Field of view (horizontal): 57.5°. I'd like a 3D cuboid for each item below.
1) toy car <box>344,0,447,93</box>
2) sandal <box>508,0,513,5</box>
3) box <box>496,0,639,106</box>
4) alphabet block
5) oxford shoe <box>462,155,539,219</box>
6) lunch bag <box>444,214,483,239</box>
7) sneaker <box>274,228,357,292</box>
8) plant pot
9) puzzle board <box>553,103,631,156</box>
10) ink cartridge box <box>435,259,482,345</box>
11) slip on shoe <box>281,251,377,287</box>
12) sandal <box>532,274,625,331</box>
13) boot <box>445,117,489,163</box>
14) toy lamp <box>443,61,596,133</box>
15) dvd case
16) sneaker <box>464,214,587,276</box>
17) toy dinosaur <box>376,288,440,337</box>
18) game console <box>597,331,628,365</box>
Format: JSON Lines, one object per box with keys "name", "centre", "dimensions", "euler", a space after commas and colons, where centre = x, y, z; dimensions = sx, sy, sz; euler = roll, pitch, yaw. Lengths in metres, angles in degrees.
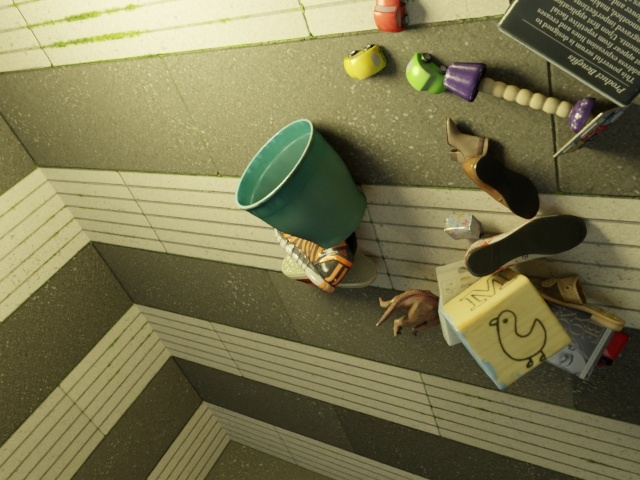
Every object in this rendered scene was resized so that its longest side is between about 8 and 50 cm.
{"name": "toy car", "centre": [0.166, -0.372, 1.195], "dimensions": [0.225, 0.053, 0.239], "euler": [36, 144, 1]}
{"name": "sandal", "centre": [0.370, -0.398, 0.999], "dimensions": [0.090, 0.060, 0.219], "euler": [-12, 122, 45]}
{"name": "box", "centre": [0.446, -0.423, 0.716], "dimensions": [0.212, 0.293, 0.395], "euler": [34, 144, 3]}
{"name": "alphabet block", "centre": [0.427, 0.197, 1.376], "dimensions": [0.192, 0.197, 0.193], "euler": [52, -176, -9]}
{"name": "oxford shoe", "centre": [0.397, -0.120, 1.276], "dimensions": [0.212, 0.076, 0.076], "euler": [35, 176, -22]}
{"name": "lunch bag", "centre": [0.351, -0.030, 1.424], "dimensions": [0.071, 0.053, 0.083], "euler": [-2, 155, 39]}
{"name": "sneaker", "centre": [0.000, 0.000, 1.690], "dimensions": [0.125, 0.180, 0.321], "euler": [32, -171, -48]}
{"name": "plant pot", "centre": [-0.031, -0.120, 1.476], "dimensions": [0.255, 0.271, 0.272], "euler": [39, 146, -29]}
{"name": "puzzle board", "centre": [0.504, -0.202, 1.083], "dimensions": [0.011, 0.096, 0.128], "euler": [58, 147, 16]}
{"name": "ink cartridge box", "centre": [0.393, 0.140, 1.499], "dimensions": [0.189, 0.066, 0.232], "euler": [-16, 108, -3]}
{"name": "slip on shoe", "centre": [0.033, 0.091, 1.774], "dimensions": [0.331, 0.123, 0.101], "euler": [0, 155, 37]}
{"name": "sandal", "centre": [0.608, 0.123, 1.383], "dimensions": [0.240, 0.088, 0.079], "euler": [27, 109, 27]}
{"name": "boot", "centre": [0.321, -0.214, 1.263], "dimensions": [0.087, 0.042, 0.118], "euler": [3, 134, 28]}
{"name": "toy lamp", "centre": [0.372, -0.277, 1.116], "dimensions": [0.275, 0.080, 0.080], "euler": [24, 142, 16]}
{"name": "dvd case", "centre": [0.602, 0.234, 1.471], "dimensions": [0.221, 0.018, 0.164], "euler": [25, 109, 14]}
{"name": "sneaker", "centre": [0.462, 0.006, 1.350], "dimensions": [0.270, 0.145, 0.090], "euler": [-23, 89, 12]}
{"name": "toy dinosaur", "centre": [0.287, 0.174, 1.575], "dimensions": [0.296, 0.127, 0.200], "euler": [6, 154, -33]}
{"name": "game console", "centre": [0.686, 0.251, 1.499], "dimensions": [0.144, 0.085, 0.124], "euler": [28, 174, 11]}
